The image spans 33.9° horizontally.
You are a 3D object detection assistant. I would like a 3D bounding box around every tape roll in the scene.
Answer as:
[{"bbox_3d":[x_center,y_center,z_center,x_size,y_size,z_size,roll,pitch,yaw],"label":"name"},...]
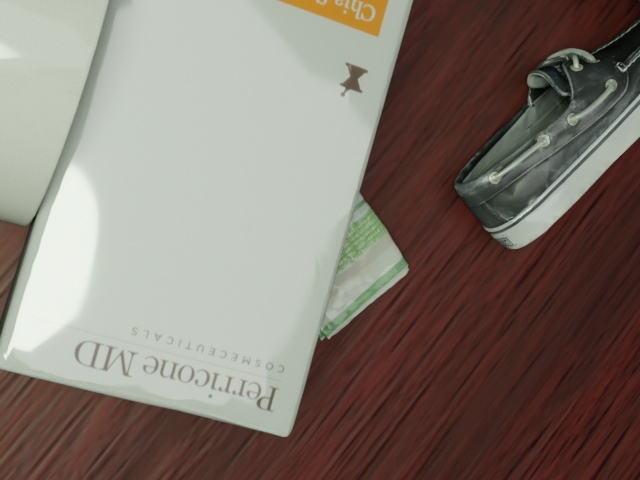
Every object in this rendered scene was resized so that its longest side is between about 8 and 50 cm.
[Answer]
[{"bbox_3d":[-0.255,-0.148,0.739,0.169,0.246,0.246,16,88,-19],"label":"tape roll"}]

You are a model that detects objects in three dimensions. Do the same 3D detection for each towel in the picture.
[{"bbox_3d":[0.000,0.000,0.962,0.113,0.023,0.152,-39,103,-15],"label":"towel"}]

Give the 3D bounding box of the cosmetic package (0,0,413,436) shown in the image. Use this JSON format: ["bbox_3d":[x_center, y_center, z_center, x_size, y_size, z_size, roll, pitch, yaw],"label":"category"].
[{"bbox_3d":[-0.084,-0.100,0.836,0.230,0.161,0.453,16,87,-16],"label":"cosmetic package"}]

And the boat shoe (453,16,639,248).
[{"bbox_3d":[0.244,-0.133,0.999,0.301,0.108,0.102,-47,109,-4],"label":"boat shoe"}]
